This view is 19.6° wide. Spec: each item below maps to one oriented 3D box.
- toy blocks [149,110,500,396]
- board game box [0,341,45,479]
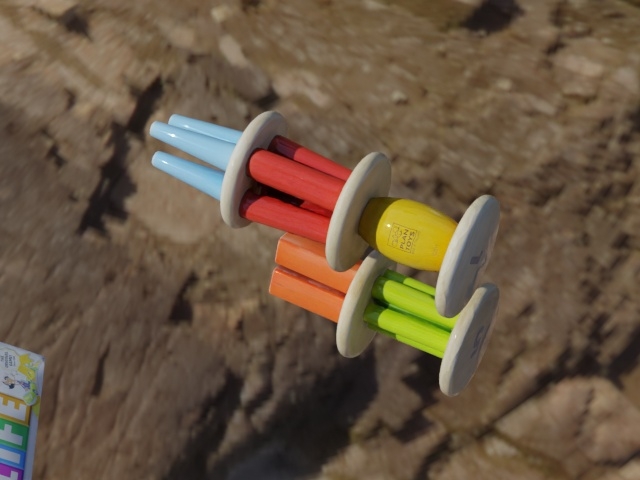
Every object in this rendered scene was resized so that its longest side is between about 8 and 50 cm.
[{"bbox_3d":[0.000,0.000,0.796,0.148,0.123,0.054,22,62,18],"label":"toy blocks"},{"bbox_3d":[-0.166,0.130,0.810,0.026,0.103,0.154,21,130,-21],"label":"board game box"}]
